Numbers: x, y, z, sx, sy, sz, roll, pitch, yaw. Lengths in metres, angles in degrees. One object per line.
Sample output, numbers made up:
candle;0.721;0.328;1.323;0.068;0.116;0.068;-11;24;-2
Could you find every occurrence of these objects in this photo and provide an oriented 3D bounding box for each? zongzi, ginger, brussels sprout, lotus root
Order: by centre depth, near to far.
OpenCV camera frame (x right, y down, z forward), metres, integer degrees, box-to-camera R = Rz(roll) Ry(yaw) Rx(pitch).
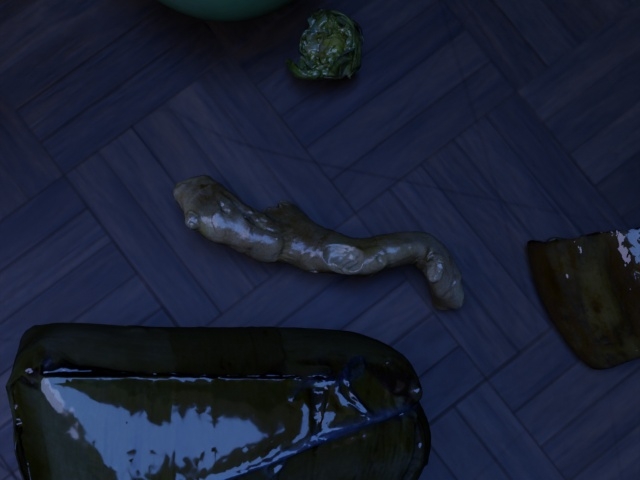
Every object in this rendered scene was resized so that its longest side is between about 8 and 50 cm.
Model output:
zongzi;-0.079;0.263;1.026;0.356;0.174;0.393;-1;90;-7
lotus root;0.286;0.041;1.103;0.159;0.095;0.135;-17;84;2
ginger;0.000;0.000;1.114;0.288;0.089;0.075;15;116;-1
brussels sprout;0.009;-0.186;1.156;0.085;0.058;0.085;-11;68;30

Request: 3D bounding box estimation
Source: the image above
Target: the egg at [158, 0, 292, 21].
egg;-0.103;-0.325;1.093;0.220;0.220;0.270;-35;71;-7
